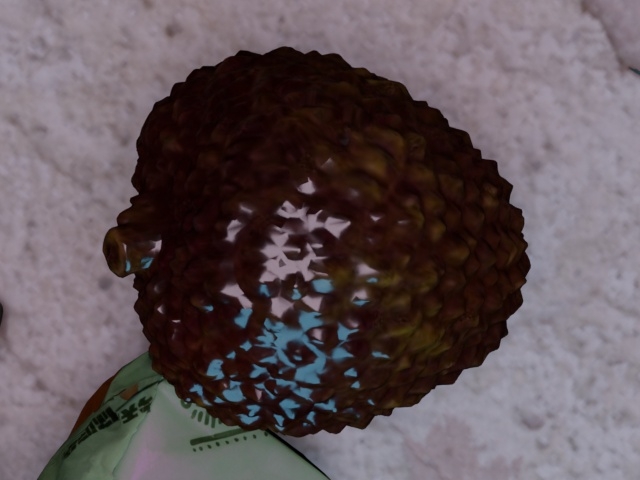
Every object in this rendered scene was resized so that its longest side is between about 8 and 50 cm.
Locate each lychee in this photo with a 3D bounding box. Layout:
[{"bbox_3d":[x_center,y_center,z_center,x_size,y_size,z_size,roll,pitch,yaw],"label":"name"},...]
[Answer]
[{"bbox_3d":[0.000,0.000,1.142,0.271,0.236,0.236,0,97,-34],"label":"lychee"}]

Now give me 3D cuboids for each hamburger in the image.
[{"bbox_3d":[-0.090,0.211,1.180,0.235,0.125,0.214,46,53,-27],"label":"hamburger"}]

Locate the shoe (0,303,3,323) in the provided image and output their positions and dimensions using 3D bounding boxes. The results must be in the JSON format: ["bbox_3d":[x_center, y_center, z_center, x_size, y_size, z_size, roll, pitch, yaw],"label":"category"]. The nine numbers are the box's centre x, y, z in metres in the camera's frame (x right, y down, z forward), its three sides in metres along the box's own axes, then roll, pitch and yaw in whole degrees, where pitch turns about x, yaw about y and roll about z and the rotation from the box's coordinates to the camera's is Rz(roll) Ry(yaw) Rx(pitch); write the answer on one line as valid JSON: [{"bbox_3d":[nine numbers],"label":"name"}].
[{"bbox_3d":[-0.284,0.092,1.231,0.099,0.071,0.169,32,91,0],"label":"shoe"}]
